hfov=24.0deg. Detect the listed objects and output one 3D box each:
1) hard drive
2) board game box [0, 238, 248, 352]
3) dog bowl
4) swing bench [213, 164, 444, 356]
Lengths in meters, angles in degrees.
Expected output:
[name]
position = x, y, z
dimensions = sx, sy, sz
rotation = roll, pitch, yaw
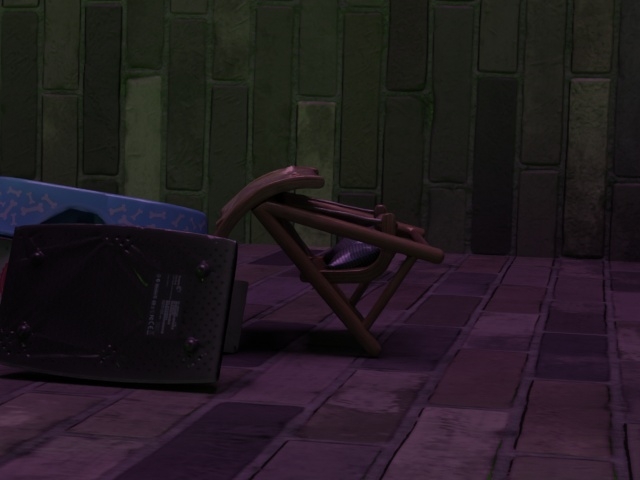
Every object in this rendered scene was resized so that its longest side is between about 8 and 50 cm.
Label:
[hard drive]
position = -0.217, 0.071, 1.618
dimensions = 0.254, 0.172, 0.054
rotation = 4, -17, 12
[board game box]
position = -0.276, 0.065, 1.837
dimensions = 0.303, 0.098, 0.224
rotation = 6, -6, 38
[dog bowl]
position = -0.276, -0.021, 1.846
dimensions = 0.297, 0.074, 0.166
rotation = 9, -3, 7
[swing bench]
position = 0.000, 0.000, 1.925
dimensions = 0.254, 0.165, 0.253
rotation = 33, 4, -5
